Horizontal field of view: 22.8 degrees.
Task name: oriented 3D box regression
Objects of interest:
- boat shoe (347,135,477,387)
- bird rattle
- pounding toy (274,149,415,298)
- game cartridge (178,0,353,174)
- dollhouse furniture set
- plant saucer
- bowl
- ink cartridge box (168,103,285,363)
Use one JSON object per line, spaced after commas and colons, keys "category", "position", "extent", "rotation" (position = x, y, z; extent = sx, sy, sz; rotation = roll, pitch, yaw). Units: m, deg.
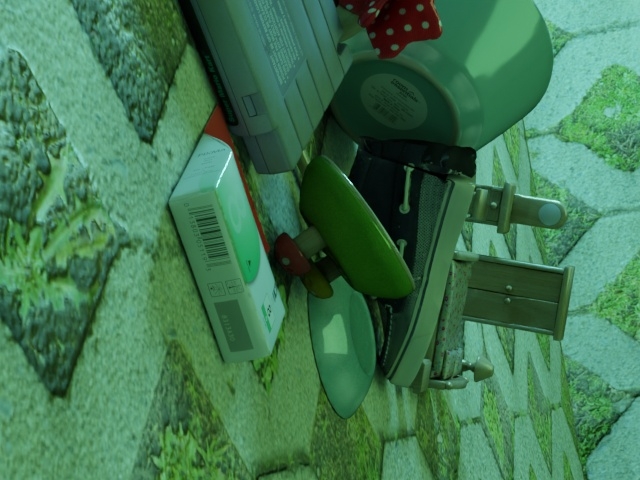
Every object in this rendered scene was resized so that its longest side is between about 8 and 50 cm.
{"category": "boat shoe", "position": [0.083, 0.021, 1.998], "extent": [0.127, 0.158, 0.340], "rotation": [-77, -179, -65]}
{"category": "bird rattle", "position": [0.038, -0.309, 1.852], "extent": [0.143, 0.207, 0.253], "rotation": [7, 60, -48]}
{"category": "pounding toy", "position": [0.000, 0.000, 1.761], "extent": [0.183, 0.110, 0.237], "rotation": [58, -5, -28]}
{"category": "game cartridge", "position": [-0.071, -0.271, 1.640], "extent": [0.230, 0.068, 0.355], "rotation": [-59, 139, -44]}
{"category": "dollhouse furniture set", "position": [0.252, 0.066, 2.266], "extent": [0.355, 0.174, 0.303], "rotation": [-1, 100, -74]}
{"category": "plant saucer", "position": [0.033, 0.112, 1.874], "extent": [0.195, 0.037, 0.195], "rotation": [-11, 90, -74]}
{"category": "bowl", "position": [0.122, -0.210, 2.009], "extent": [0.163, 0.311, 0.311], "rotation": [-59, 140, -38]}
{"category": "ink cartridge box", "position": [-0.075, -0.015, 1.546], "extent": [0.224, 0.056, 0.181], "rotation": [-69, 146, -59]}
